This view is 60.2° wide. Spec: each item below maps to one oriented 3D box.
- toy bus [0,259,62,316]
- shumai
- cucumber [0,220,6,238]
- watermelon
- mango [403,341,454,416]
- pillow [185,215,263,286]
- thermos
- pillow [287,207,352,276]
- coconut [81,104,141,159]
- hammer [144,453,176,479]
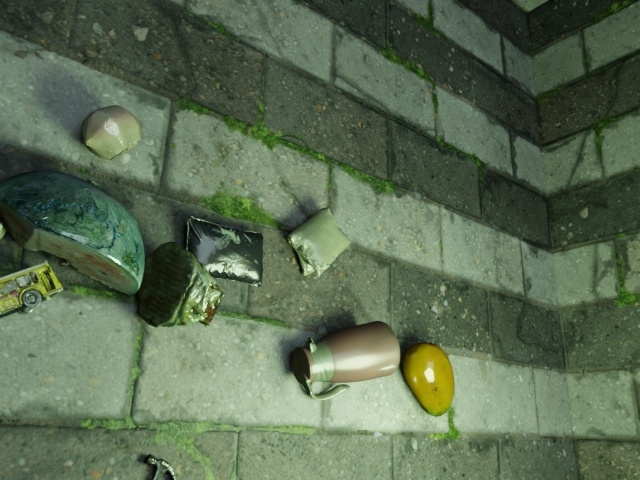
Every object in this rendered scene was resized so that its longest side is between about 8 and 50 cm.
[{"bbox_3d":[-0.572,0.112,0.951,0.226,0.081,0.074,-25,89,-39],"label":"toy bus"},{"bbox_3d":[-0.283,0.096,1.168,0.142,0.184,0.184,25,58,-59],"label":"shumai"},{"bbox_3d":[-0.652,-0.086,0.946,0.241,0.074,0.074,51,50,-14],"label":"cucumber"},{"bbox_3d":[-0.441,-0.046,1.035,0.321,0.188,0.175,32,59,-31],"label":"watermelon"},{"bbox_3d":[0.319,0.396,1.595,0.151,0.120,0.221,-40,110,-37],"label":"mango"},{"bbox_3d":[-0.222,0.029,1.292,0.208,0.055,0.142,10,80,-38],"label":"pillow"},{"bbox_3d":[0.054,0.307,1.393,0.264,0.146,0.177,-6,106,-33],"label":"thermos"},{"bbox_3d":[0.000,0.000,1.472,0.181,0.077,0.134,-40,103,-42],"label":"pillow"},{"bbox_3d":[-0.440,-0.220,1.149,0.110,0.110,0.124,58,42,-11],"label":"coconut"},{"bbox_3d":[-0.342,0.520,1.053,0.078,0.021,0.201,39,55,-25],"label":"hammer"}]
